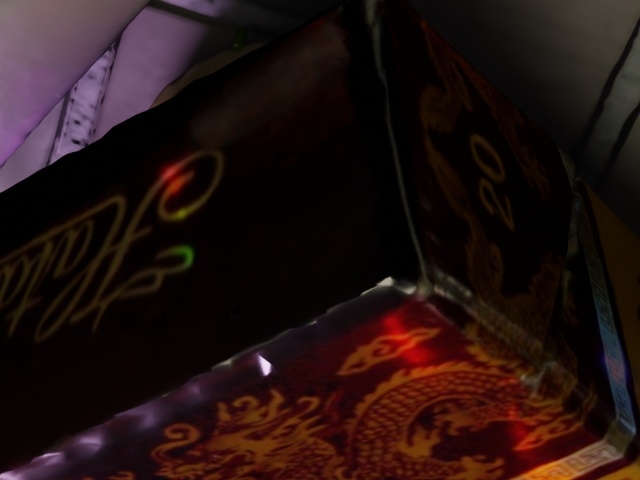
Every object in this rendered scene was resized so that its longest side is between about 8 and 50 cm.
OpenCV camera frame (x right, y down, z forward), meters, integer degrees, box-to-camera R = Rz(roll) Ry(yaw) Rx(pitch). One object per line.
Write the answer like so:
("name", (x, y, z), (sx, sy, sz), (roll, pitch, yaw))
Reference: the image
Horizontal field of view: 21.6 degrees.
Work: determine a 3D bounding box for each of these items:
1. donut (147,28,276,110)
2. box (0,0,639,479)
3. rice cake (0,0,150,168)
("donut", (0.000, 0.000, 0.664), (0.174, 0.068, 0.175), (5, 128, 7))
("box", (0.034, 0.105, 0.627), (0.264, 0.116, 0.415), (-26, 139, 27))
("rice cake", (-0.054, -0.136, 0.572), (0.070, 0.064, 0.399), (33, 125, -23))
